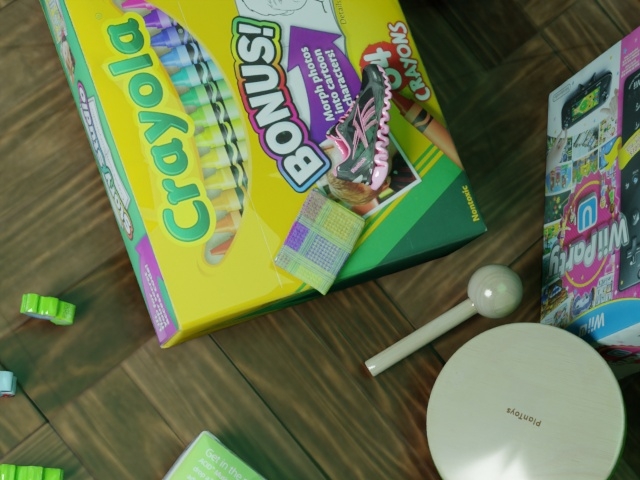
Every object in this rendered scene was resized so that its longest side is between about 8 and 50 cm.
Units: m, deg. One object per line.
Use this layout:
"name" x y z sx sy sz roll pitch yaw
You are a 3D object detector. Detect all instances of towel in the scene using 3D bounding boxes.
"towel" 0.000 0.000 1.300 0.060 0.009 0.083 32 72 -12

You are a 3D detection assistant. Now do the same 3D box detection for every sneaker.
"sneaker" 0.034 -0.105 1.321 0.057 0.047 0.119 5 74 -6

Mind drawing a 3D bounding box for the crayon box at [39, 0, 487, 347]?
"crayon box" -0.057 -0.121 1.372 0.313 0.106 0.362 -17 81 -23

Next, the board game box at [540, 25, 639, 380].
"board game box" 0.306 -0.036 1.407 0.098 0.224 0.303 11 71 -17

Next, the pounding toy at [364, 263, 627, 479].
"pounding toy" 0.184 0.158 1.377 0.183 0.110 0.237 -41 65 4

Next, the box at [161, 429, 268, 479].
"box" -0.107 0.358 1.245 0.232 0.058 0.322 40 68 -4

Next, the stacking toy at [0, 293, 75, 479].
"stacking toy" -0.323 0.120 1.247 0.221 0.052 0.166 9 73 -18
